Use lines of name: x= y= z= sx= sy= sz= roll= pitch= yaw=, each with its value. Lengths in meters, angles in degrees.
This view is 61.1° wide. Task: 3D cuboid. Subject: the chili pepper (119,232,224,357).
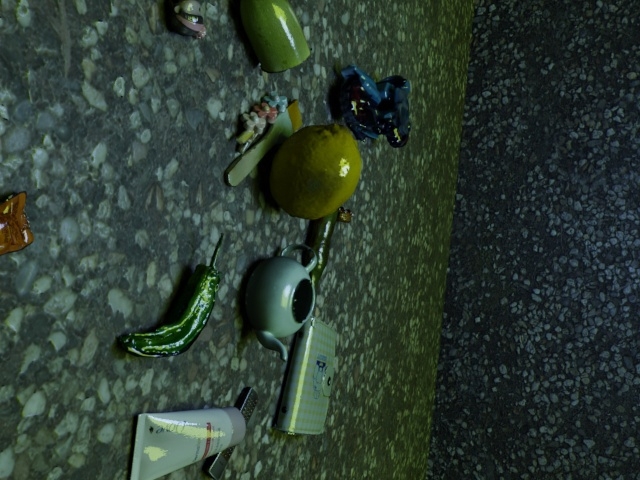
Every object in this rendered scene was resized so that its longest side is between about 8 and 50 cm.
chili pepper: x=-0.252 y=0.119 z=1.008 sx=0.278 sy=0.065 sz=0.122 roll=-58 pitch=148 yaw=-35

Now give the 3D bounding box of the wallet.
wallet: x=-0.029 y=0.384 z=1.520 sx=0.223 sy=0.077 sz=0.309 roll=40 pitch=59 yaw=-55

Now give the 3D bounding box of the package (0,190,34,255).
package: x=-0.411 y=-0.017 z=0.692 sx=0.111 sy=0.033 sz=0.077 roll=-38 pitch=118 yaw=-62

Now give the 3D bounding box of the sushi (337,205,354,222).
sushi: x=0.067 y=-0.079 z=1.633 sx=0.099 sy=0.050 sz=0.047 roll=-2 pitch=103 yaw=-70

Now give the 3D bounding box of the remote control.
remote control: x=-0.198 y=0.432 z=1.226 sx=0.212 sy=0.028 sz=0.059 roll=-62 pitch=143 yaw=-38

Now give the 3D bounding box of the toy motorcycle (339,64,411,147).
toy motorcycle: x=0.173 y=-0.432 z=1.679 sx=0.416 sy=0.172 sz=0.232 roll=7 pitch=82 yaw=-55

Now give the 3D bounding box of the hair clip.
hair clip: x=-0.128 y=-0.274 z=1.195 sx=0.213 sy=0.062 sz=0.056 roll=-58 pitch=174 yaw=-34

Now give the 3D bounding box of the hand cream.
hand cream: x=-0.257 y=0.379 z=1.051 sx=0.248 sy=0.083 sz=0.133 roll=5 pitch=89 yaw=-54

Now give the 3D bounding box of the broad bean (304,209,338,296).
broad bean: x=0.000 y=0.000 z=1.501 sx=0.077 sy=0.061 sz=0.338 roll=56 pitch=45 yaw=-69

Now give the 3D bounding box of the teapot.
teapot: x=-0.087 y=0.133 z=1.272 sx=0.294 sy=0.130 sz=0.193 roll=-69 pitch=151 yaw=-27

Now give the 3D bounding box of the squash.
squash: x=-0.107 y=-0.456 z=1.139 sx=0.186 sy=0.123 sz=0.123 roll=59 pitch=44 yaw=-46

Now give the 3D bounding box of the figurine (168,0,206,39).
figurine: x=-0.238 y=-0.421 z=0.949 sx=0.072 sy=0.054 sz=0.129 roll=-50 pitch=133 yaw=-71

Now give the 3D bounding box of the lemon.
lemon: x=-0.012 y=-0.159 z=1.262 sx=0.260 sy=0.204 sz=0.204 roll=-54 pitch=165 yaw=25

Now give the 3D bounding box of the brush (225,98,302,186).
brush: x=-0.126 y=-0.224 z=1.246 sx=0.336 sy=0.020 sz=0.085 roll=-55 pitch=143 yaw=-44
